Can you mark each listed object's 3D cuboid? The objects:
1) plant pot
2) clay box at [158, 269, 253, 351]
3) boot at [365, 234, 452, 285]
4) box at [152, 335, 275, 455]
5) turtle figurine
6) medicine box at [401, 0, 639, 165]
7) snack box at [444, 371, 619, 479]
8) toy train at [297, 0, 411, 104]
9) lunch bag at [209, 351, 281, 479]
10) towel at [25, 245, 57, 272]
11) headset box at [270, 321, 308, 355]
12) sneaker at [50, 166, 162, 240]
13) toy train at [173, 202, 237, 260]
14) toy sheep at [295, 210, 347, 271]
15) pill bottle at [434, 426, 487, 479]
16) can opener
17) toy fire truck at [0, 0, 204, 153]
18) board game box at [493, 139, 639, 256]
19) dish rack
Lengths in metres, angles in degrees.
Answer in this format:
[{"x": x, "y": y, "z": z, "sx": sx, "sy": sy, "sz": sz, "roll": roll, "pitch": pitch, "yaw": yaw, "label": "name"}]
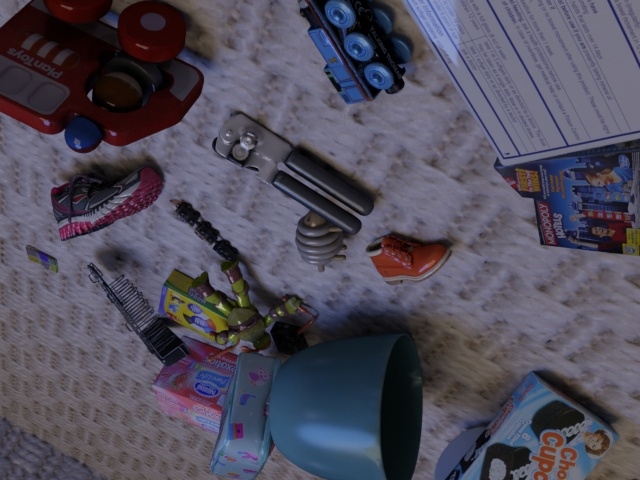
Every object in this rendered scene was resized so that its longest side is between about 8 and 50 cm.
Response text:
[{"x": 0.044, "y": 0.320, "z": 1.593, "sx": 0.235, "sy": 0.293, "sz": 0.293, "roll": -1, "pitch": 136, "yaw": 21, "label": "plant pot"}, {"x": -0.241, "y": 0.162, "z": 1.842, "sx": 0.222, "sy": 0.053, "sz": 0.127, "roll": 28, "pitch": 145, "yaw": 3, "label": "clay box"}, {"x": 0.142, "y": 0.024, "z": 1.399, "sx": 0.158, "sy": 0.059, "sz": 0.084, "roll": -17, "pitch": 119, "yaw": 47, "label": "boot"}, {"x": -0.224, "y": 0.367, "z": 1.999, "sx": 0.300, "sy": 0.154, "sz": 0.142, "roll": 17, "pitch": 143, "yaw": 16, "label": "box"}, {"x": -0.167, "y": 0.154, "z": 1.704, "sx": 0.269, "sy": 0.087, "sz": 0.217, "roll": -23, "pitch": 114, "yaw": 25, "label": "turtle figurine"}, {"x": 0.275, "y": -0.243, "z": 0.890, "sx": 0.289, "sy": 0.149, "sz": 0.263, "roll": -10, "pitch": 129, "yaw": 42, "label": "medicine box"}, {"x": 0.370, "y": 0.421, "z": 1.555, "sx": 0.187, "sy": 0.060, "sz": 0.322, "roll": 34, "pitch": 101, "yaw": -7, "label": "snack box"}, {"x": 0.040, "y": -0.262, "z": 1.098, "sx": 0.105, "sy": 0.080, "sz": 0.184, "roll": -2, "pitch": 134, "yaw": 45, "label": "toy train"}, {"x": -0.145, "y": 0.353, "z": 1.707, "sx": 0.108, "sy": 0.224, "sz": 0.279, "roll": 14, "pitch": 150, "yaw": -6, "label": "lunch bag"}, {"x": -0.672, "y": 0.046, "z": 2.040, "sx": 0.083, "sy": 0.009, "sz": 0.060, "roll": 25, "pitch": 144, "yaw": 7, "label": "towel"}, {"x": -0.065, "y": 0.214, "z": 1.800, "sx": 0.062, "sy": 0.032, "sz": 0.083, "roll": 10, "pitch": 139, "yaw": 26, "label": "headset box"}, {"x": -0.425, "y": -0.085, "z": 1.620, "sx": 0.299, "sy": 0.121, "sz": 0.112, "roll": -18, "pitch": 93, "yaw": 37, "label": "sneaker"}, {"x": -0.223, "y": -0.016, "z": 1.634, "sx": 0.158, "sy": 0.027, "sz": 0.036, "roll": 46, "pitch": 153, "yaw": -22, "label": "toy train"}, {"x": 0.000, "y": 0.000, "z": 1.444, "sx": 0.091, "sy": 0.091, "sz": 0.132, "roll": 11, "pitch": 122, "yaw": 25, "label": "toy sheep"}, {"x": 0.406, "y": 0.558, "z": 1.744, "sx": 0.204, "sy": 0.204, "sz": 0.361, "roll": -18, "pitch": 124, "yaw": 47, "label": "pill bottle"}, {"x": -0.044, "y": -0.108, "z": 1.369, "sx": 0.280, "sy": 0.074, "sz": 0.093, "roll": 32, "pitch": 179, "yaw": 0, "label": "can opener"}, {"x": -0.342, "y": -0.241, "z": 1.238, "sx": 0.302, "sy": 0.254, "sz": 0.169, "roll": 28, "pitch": 145, "yaw": 3, "label": "toy fire truck"}, {"x": 0.339, "y": -0.074, "z": 1.133, "sx": 0.194, "sy": 0.060, "sz": 0.194, "roll": 9, "pitch": 140, "yaw": 29, "label": "board game box"}, {"x": -0.413, "y": 0.153, "z": 1.882, "sx": 0.208, "sy": 0.074, "sz": 0.271, "roll": 21, "pitch": 147, "yaw": 59, "label": "dish rack"}]
